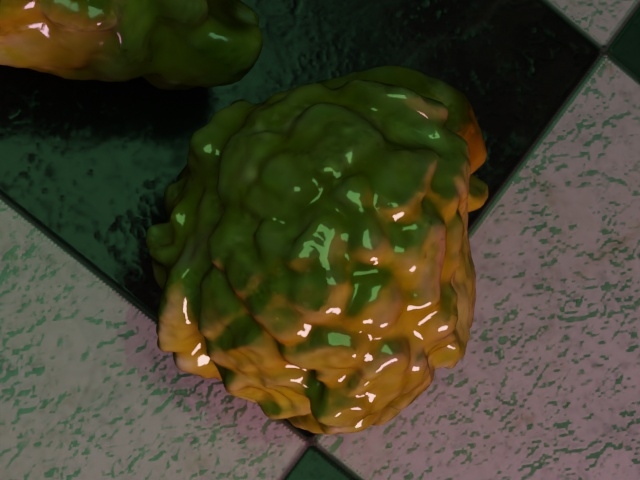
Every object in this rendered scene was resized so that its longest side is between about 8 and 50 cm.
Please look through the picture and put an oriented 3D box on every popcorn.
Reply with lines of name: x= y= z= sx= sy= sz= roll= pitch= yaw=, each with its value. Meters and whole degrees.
popcorn: x=-0.143 y=-0.226 z=1.128 sx=0.241 sy=0.235 sz=0.250 roll=3 pitch=101 yaw=-35
popcorn: x=0.000 y=0.000 z=1.138 sx=0.212 sy=0.259 sz=0.259 roll=2 pitch=81 yaw=4
